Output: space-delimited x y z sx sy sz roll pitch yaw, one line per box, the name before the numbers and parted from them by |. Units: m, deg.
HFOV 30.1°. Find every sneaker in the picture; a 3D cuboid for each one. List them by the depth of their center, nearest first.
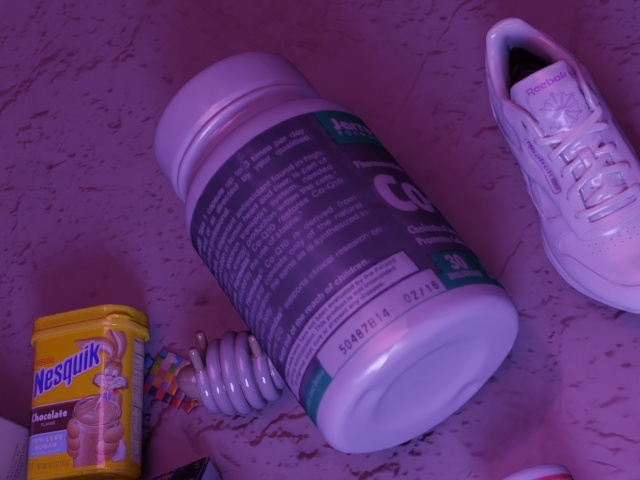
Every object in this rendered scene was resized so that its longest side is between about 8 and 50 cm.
sneaker | 0.222 -0.070 1.069 0.114 0.152 0.305 -30 62 7

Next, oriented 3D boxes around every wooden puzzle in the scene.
wooden puzzle | -0.154 0.142 1.228 0.083 0.006 0.049 21 79 29

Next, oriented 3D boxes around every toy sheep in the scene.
toy sheep | -0.076 0.126 1.156 0.132 0.091 0.091 -12 65 13

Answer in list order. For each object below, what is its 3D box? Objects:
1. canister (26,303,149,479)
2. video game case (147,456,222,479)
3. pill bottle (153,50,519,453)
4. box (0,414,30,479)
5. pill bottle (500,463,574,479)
canister | -0.238 0.161 1.215 0.126 0.073 0.169 -12 65 23
video game case | -0.213 0.302 1.091 0.232 0.210 0.041 -24 105 12
pill bottle | 0.000 0.000 1.105 0.204 0.204 0.361 -40 60 4
box | -0.412 0.197 1.139 0.148 0.311 0.121 8 71 24
pill bottle | 0.194 0.272 0.979 0.087 0.087 0.160 -27 62 11
